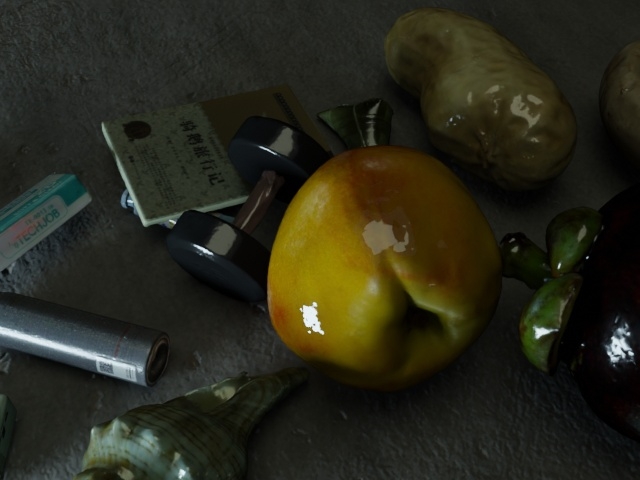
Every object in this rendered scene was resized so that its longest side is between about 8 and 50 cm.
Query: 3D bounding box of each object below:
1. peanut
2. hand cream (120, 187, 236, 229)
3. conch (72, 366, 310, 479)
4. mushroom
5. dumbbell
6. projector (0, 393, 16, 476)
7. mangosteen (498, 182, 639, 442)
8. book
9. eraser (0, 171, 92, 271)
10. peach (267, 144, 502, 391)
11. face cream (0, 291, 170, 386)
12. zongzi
[{"bbox_3d":[0.227,-0.216,1.334,0.192,0.169,0.387,-26,53,-11],"label":"peanut"},{"bbox_3d":[-0.208,-0.036,1.294,0.170,0.043,0.065,20,52,12],"label":"hand cream"},{"bbox_3d":[-0.155,0.254,1.015,0.203,0.170,0.386,6,8,36],"label":"conch"},{"bbox_3d":[0.546,-0.223,1.243,0.292,0.290,0.292,2,53,-2],"label":"mushroom"},{"bbox_3d":[-0.090,-0.043,1.200,0.152,0.152,0.218,23,70,19],"label":"dumbbell"},{"bbox_3d":[-0.455,0.248,1.080,0.147,0.061,0.115,-1,52,2],"label":"projector"},{"bbox_3d":[0.391,0.074,1.015,0.330,0.330,0.330,-1,53,2],"label":"mangosteen"},{"bbox_3d":[-0.149,-0.137,1.348,0.310,0.021,0.217,-16,53,-21],"label":"book"},{"bbox_3d":[-0.433,-0.013,1.252,0.095,0.052,0.225,6,41,49],"label":"eraser"},{"bbox_3d":[0.073,0.025,1.095,0.289,0.289,0.308,-16,39,-9],"label":"peach"},{"bbox_3d":[-0.337,0.121,1.161,0.283,0.073,0.073,13,55,12],"label":"face cream"},{"bbox_3d":[0.043,-0.139,1.367,0.130,0.062,0.154,-4,66,25],"label":"zongzi"}]
